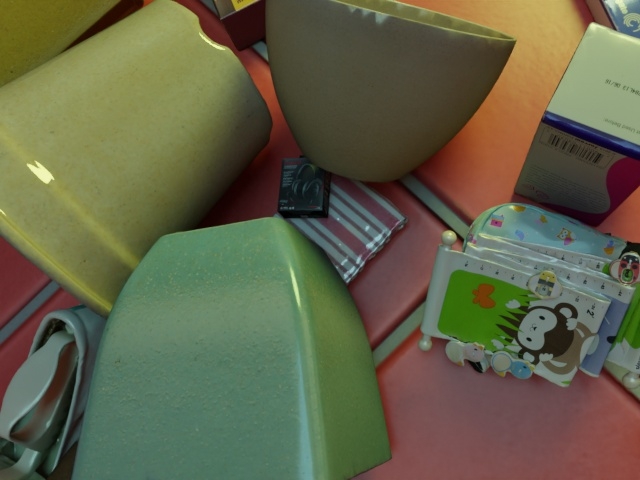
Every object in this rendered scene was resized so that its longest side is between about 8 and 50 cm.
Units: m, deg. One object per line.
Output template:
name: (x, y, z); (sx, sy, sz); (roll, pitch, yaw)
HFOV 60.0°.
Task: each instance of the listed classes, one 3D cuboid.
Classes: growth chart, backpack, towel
growth chart: (0.220, 0.074, 0.573); (0.237, 0.021, 0.172); (8, 111, 24)
backpack: (0.253, 0.027, 0.627); (0.182, 0.115, 0.152); (28, 87, 20)
towel: (0.000, 0.000, 0.736); (0.144, 0.029, 0.197); (42, 87, 21)

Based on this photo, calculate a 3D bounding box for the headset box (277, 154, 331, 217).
headset box: (-0.020, -0.073, 0.729); (0.062, 0.032, 0.083); (1, 75, 15)

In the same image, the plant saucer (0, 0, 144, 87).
plant saucer: (-0.368, -0.302, 0.784); (0.333, 0.333, 0.081); (-40, 113, 0)

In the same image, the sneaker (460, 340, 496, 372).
sneaker: (0.182, 0.102, 0.668); (0.043, 0.040, 0.109); (-23, 75, -11)

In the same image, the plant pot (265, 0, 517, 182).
plant pot: (0.060, -0.183, 0.666); (0.284, 0.284, 0.191); (23, 119, 17)

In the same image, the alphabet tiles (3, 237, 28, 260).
alphabet tiles: (-0.445, -0.094, 0.678); (0.011, 0.342, 0.285); (-43, 31, -13)

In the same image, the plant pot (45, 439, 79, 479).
plant pot: (-0.264, 0.355, 0.625); (0.215, 0.215, 0.230); (3, 63, 13)

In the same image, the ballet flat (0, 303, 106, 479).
ballet flat: (-0.371, 0.263, 0.695); (0.139, 0.139, 0.400); (17, 81, 16)

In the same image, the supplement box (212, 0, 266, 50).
supplement box: (-0.120, -0.399, 0.832); (0.104, 0.081, 0.188); (-24, 73, 5)

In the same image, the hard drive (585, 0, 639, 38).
hard drive: (0.505, -0.371, 0.709); (0.318, 0.040, 0.210); (-18, 73, 7)

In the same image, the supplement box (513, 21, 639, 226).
supplement box: (0.294, -0.109, 0.596); (0.111, 0.220, 0.114); (27, 82, 16)

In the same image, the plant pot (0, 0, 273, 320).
plant pot: (-0.239, -0.114, 0.688); (0.334, 0.334, 0.305); (41, 76, 18)

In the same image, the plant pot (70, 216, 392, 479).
plant pot: (-0.077, 0.118, 0.595); (0.247, 0.248, 0.252); (-8, 73, 18)
